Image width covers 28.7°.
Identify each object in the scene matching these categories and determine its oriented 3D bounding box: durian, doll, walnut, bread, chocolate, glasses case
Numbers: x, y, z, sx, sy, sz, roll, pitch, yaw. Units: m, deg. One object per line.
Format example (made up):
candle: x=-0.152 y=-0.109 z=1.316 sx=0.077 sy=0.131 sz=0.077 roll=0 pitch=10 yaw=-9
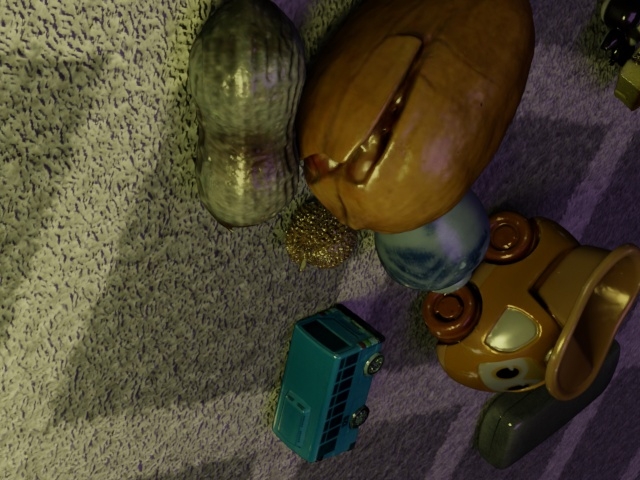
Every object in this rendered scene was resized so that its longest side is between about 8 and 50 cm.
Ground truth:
durian: x=0.000 y=0.000 z=1.387 sx=0.091 sy=0.080 sz=0.080 roll=-65 pitch=155 yaw=-26
doll: x=0.431 y=-0.332 z=1.653 sx=0.091 sy=0.067 sz=0.219 roll=12 pitch=110 yaw=-60
walnut: x=0.104 y=-0.162 z=1.262 sx=0.336 sy=0.209 sz=0.209 roll=-53 pitch=149 yaw=-9
bread: x=0.445 y=-0.228 z=1.724 sx=0.088 sy=0.049 sz=0.226 roll=-52 pitch=170 yaw=3
chocolate: x=-0.069 y=-0.114 z=1.164 sx=0.110 sy=0.110 sz=0.248 roll=-32 pitch=140 yaw=-32
glasses case: x=0.402 y=0.273 z=2.186 sx=0.323 sy=0.074 sz=0.131 roll=-29 pitch=140 yaw=-35

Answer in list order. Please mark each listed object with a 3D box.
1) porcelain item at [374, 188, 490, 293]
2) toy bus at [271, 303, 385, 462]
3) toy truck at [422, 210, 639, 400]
porcelain item: x=0.120 y=-0.038 z=1.470 sx=0.141 sy=0.141 sz=0.259 roll=-43 pitch=138 yaw=-18
toy bus: x=0.005 y=0.184 z=1.563 sx=0.106 sy=0.090 sz=0.185 roll=-19 pitch=132 yaw=-42
toy truck: x=0.294 y=0.094 z=1.745 sx=0.288 sy=0.211 sz=0.204 roll=-54 pitch=147 yaw=-7
